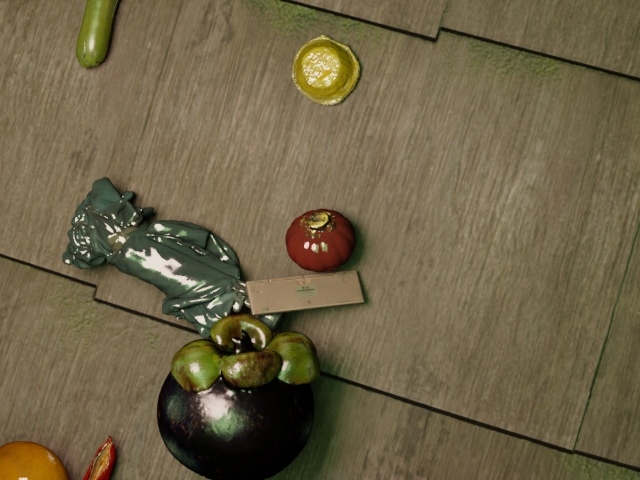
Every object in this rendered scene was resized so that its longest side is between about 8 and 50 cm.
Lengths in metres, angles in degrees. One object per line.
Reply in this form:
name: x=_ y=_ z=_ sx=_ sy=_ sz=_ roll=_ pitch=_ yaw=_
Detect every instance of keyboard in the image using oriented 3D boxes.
keyboard: x=-0.023 y=0.073 z=1.562 sx=0.166 sy=0.017 sz=0.055 roll=-5 pitch=66 yaw=-19

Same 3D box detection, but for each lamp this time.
lamp: x=0.000 y=0.000 z=1.570 sx=0.101 sy=0.090 sz=0.101 roll=-3 pitch=45 yaw=3

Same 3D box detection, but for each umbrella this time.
umbrella: x=-0.207 y=0.040 z=1.601 sx=0.349 sy=0.094 sz=0.143 roll=26 pitch=85 yaw=9

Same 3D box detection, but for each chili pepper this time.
chili pepper: x=-0.350 y=0.412 z=1.626 sx=0.059 sy=0.050 sz=0.268 roll=17 pitch=88 yaw=-10

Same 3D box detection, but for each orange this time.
orange: x=-0.429 y=0.367 z=1.599 sx=0.156 sy=0.124 sz=0.156 roll=-6 pitch=81 yaw=40

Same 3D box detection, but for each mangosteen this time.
mangosteen: x=-0.110 y=0.217 z=1.505 sx=0.243 sy=0.243 sz=0.243 roll=-1 pitch=86 yaw=10

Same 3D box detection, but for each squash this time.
squash: x=-0.332 y=-0.348 z=1.672 sx=0.052 sy=0.052 sz=0.183 roll=13 pitch=86 yaw=11

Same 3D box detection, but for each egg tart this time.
egg tart: x=0.005 y=-0.248 z=1.610 sx=0.105 sy=0.039 sz=0.105 roll=0 pitch=88 yaw=12
